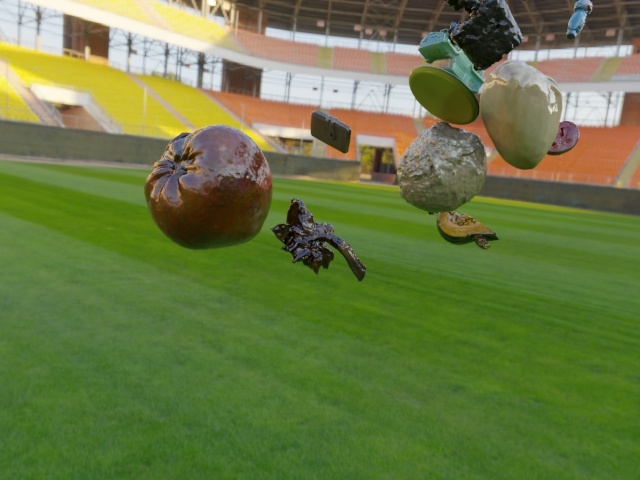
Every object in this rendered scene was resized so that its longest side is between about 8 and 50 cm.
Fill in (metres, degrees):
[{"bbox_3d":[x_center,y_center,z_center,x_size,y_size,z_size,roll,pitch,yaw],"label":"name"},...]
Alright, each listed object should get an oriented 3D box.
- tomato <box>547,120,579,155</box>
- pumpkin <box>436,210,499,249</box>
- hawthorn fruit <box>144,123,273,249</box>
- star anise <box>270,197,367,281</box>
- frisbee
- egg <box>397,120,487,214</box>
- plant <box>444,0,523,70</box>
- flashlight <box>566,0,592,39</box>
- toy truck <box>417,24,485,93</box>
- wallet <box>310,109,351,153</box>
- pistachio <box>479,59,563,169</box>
[{"bbox_3d":[0.984,-0.416,2.096,0.159,0.139,0.091,-16,-21,17],"label":"tomato"},{"bbox_3d":[0.558,-0.030,1.962,0.248,0.126,0.131,33,-7,20],"label":"pumpkin"},{"bbox_3d":[-0.326,-0.141,1.582,0.402,0.403,0.403,6,9,-1],"label":"hawthorn fruit"},{"bbox_3d":[-0.002,0.011,1.499,0.346,0.148,0.237,40,27,30],"label":"star anise"},{"bbox_3d":[0.349,-0.412,1.449,0.236,0.017,0.236,35,-8,6],"label":"frisbee"},{"bbox_3d":[0.370,-0.217,1.525,0.279,0.279,0.310,12,36,33],"label":"egg"},{"bbox_3d":[0.352,-0.492,1.133,0.131,0.203,0.142,-31,8,24],"label":"plant"},{"bbox_3d":[0.745,-0.639,1.461,0.051,0.129,0.051,26,-9,4],"label":"flashlight"},{"bbox_3d":[0.493,-0.662,1.876,0.278,0.156,0.155,30,-13,-36],"label":"toy truck"},{"bbox_3d":[0.031,-0.358,1.664,0.152,0.118,0.039,34,56,23],"label":"wallet"},{"bbox_3d":[0.570,-0.353,1.432,0.213,0.318,0.193,-6,29,22],"label":"pistachio"}]
